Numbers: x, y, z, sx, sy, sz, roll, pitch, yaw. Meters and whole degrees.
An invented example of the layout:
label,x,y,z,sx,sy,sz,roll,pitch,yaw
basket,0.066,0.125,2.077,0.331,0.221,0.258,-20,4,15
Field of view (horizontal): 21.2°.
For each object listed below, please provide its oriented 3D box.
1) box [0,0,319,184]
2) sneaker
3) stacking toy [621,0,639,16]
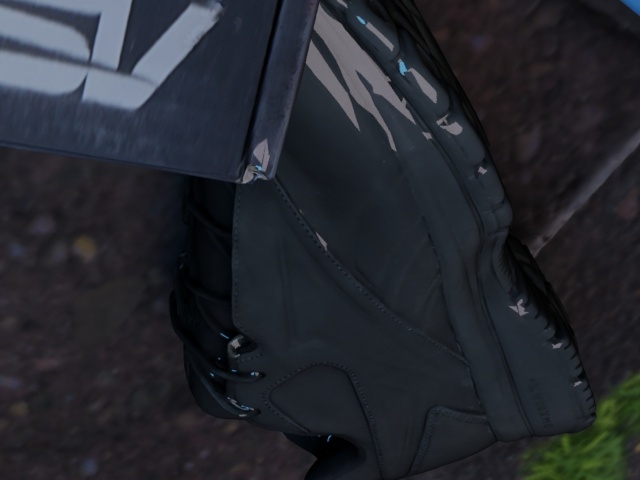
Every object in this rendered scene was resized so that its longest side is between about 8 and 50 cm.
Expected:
label,x,y,z,sx,sy,sz,roll,pitch,yaw
box,-0.155,-0.194,0.245,0.394,0.097,0.318,9,100,-33
sneaker,0.000,0.000,0.565,0.130,0.109,0.286,-26,133,3
stacking toy,0.204,-0.157,0.403,0.301,0.175,0.165,-22,147,39
